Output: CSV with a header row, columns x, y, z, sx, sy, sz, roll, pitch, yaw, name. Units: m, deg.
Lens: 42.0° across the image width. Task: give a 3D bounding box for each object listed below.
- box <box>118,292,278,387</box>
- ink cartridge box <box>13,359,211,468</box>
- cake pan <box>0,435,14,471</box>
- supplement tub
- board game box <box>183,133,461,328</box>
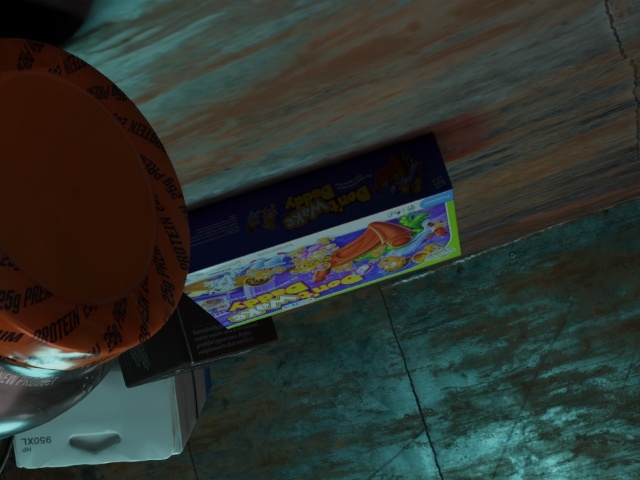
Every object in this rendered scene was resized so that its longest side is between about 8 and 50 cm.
x,y,z,sx,sy,sz,roll,pitch,yaw,name
-0.208,0.115,1.296,0.168,0.167,0.203,-9,169,-44,box
-0.377,0.273,1.574,0.285,0.166,0.395,-5,-174,0,ink cartridge box
-0.556,0.248,1.111,0.293,0.293,0.054,-17,156,-1,cake pan
-0.252,0.029,0.484,0.338,0.207,0.207,-21,171,29,supplement tub
0.000,0.000,1.074,0.347,0.078,0.233,-18,157,6,board game box
